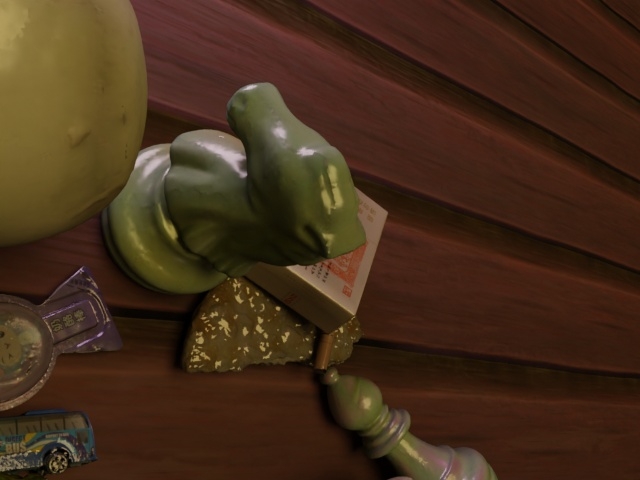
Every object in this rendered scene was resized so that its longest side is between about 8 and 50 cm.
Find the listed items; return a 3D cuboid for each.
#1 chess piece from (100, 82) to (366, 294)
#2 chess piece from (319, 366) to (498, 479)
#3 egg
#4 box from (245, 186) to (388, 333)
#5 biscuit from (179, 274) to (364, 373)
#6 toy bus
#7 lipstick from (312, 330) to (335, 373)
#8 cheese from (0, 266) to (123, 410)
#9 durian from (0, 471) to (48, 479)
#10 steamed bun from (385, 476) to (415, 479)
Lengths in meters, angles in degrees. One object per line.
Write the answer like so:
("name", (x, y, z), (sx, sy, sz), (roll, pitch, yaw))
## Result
("chess piece", (-0.085, -0.045, 0.687), (0.175, 0.298, 0.176), (12, 72, -40))
("chess piece", (0.098, 0.262, 0.899), (0.272, 0.139, 0.139), (47, 50, -8))
("egg", (-0.301, -0.142, 0.524), (0.344, 0.283, 0.283), (13, 69, -38))
("box", (0.000, 0.000, 0.872), (0.141, 0.058, 0.201), (37, 43, -12))
("biscuit", (-0.053, 0.090, 0.853), (0.289, 0.038, 0.142), (5, 74, -44))
("toy bus", (-0.278, 0.184, 0.610), (0.152, 0.051, 0.061), (6, 68, -41))
("lipstick", (0.009, 0.120, 0.862), (0.019, 0.019, 0.094), (34, 55, -31))
("cheese", (-0.277, 0.092, 0.642), (0.190, 0.042, 0.105), (-28, 95, -52))
("durian", (-0.369, 0.151, 0.427), (0.394, 0.198, 0.163), (14, 61, -29))
("steamed bun", (0.056, 0.463, 0.709), (0.347, 0.237, 0.394), (55, 13, -45))
